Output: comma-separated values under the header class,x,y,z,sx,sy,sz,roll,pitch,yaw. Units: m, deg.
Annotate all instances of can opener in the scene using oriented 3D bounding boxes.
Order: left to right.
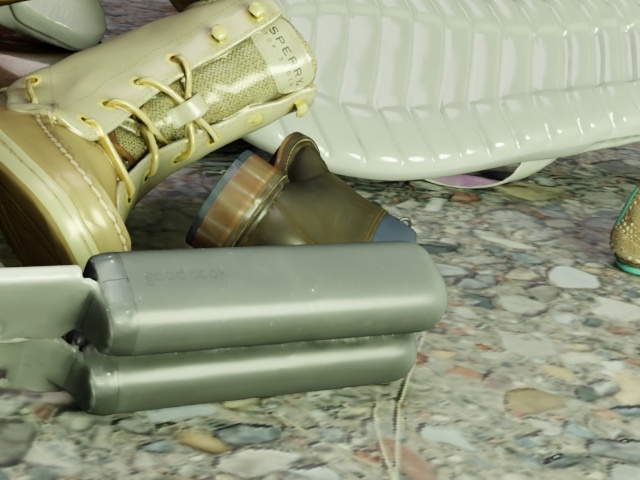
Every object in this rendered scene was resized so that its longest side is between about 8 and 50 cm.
class,x,y,z,sx,sy,sz,roll,pitch,yaw
can opener,-0.086,0.021,0.552,0.283,0.076,0.095,-3,48,-28

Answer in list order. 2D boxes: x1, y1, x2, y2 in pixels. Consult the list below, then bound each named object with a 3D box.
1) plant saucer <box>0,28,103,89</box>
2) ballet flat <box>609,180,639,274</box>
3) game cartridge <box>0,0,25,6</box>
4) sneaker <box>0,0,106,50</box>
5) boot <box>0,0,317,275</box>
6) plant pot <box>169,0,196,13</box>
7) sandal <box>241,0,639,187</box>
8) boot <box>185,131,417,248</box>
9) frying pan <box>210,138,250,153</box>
class,x,y,z,sx,sy,sz,roll,pitch,yaw
plant saucer,-0.265,-0.163,1.137,0.198,0.036,0.198,7,19,-2
ballet flat,0.287,-0.005,0.807,0.206,0.067,0.073,5,17,-7
game cartridge,-0.409,-0.171,0.951,0.323,0.053,0.285,-5,8,36
sneaker,-0.287,-0.210,1.102,0.212,0.094,0.080,28,40,-6
boot,-0.090,-0.065,0.712,0.203,0.095,0.262,-25,20,-13
plant pot,-0.068,-0.349,1.523,0.237,0.237,0.254,16,35,27
sandal,0.103,-0.105,0.969,0.416,0.102,0.169,-1,62,-15
boot,0.000,0.000,0.727,0.106,0.082,0.219,34,13,4
frying pan,-0.014,-0.113,1.068,0.326,0.053,0.197,1,18,-26
